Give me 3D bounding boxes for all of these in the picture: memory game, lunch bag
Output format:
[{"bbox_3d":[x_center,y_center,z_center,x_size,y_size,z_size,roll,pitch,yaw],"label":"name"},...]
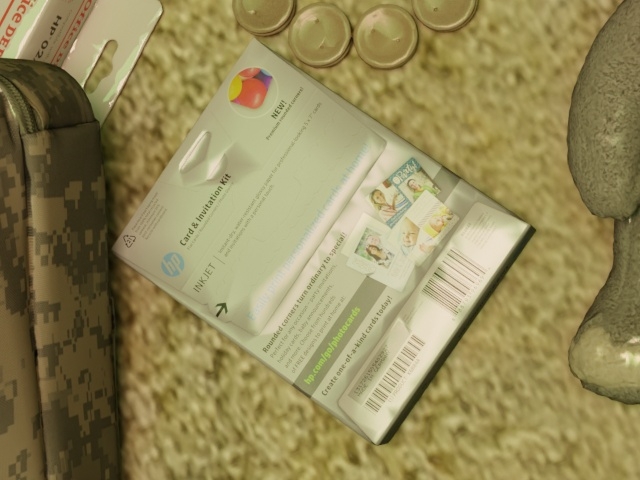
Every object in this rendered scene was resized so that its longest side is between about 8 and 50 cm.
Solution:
[{"bbox_3d":[0.020,-0.186,0.924,0.186,0.012,0.186,-1,84,13],"label":"memory game"},{"bbox_3d":[-0.239,0.054,0.808,0.212,0.256,0.305,2,101,14],"label":"lunch bag"}]

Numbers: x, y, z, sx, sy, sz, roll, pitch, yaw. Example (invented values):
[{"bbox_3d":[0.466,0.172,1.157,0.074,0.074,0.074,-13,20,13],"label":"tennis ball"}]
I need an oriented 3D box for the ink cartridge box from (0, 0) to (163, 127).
[{"bbox_3d":[-0.195,-0.137,0.943,0.181,0.061,0.104,29,92,13],"label":"ink cartridge box"}]

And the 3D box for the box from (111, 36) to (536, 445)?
[{"bbox_3d":[0.000,0.000,0.899,0.186,0.038,0.145,35,93,12],"label":"box"}]

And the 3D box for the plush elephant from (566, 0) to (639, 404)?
[{"bbox_3d":[0.240,-0.089,0.739,0.272,0.255,0.330,-1,85,13],"label":"plush elephant"}]
